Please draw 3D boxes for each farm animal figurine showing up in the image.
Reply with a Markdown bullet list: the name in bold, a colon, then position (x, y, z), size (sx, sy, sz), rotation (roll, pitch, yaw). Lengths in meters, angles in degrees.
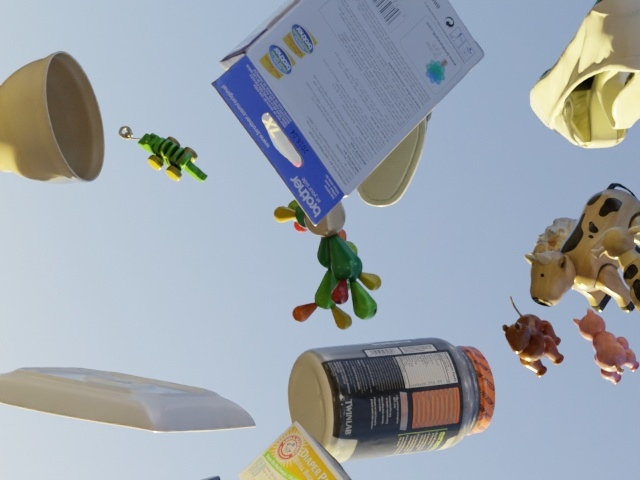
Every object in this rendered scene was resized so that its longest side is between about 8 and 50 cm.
- **farm animal figurine**: position (0.395, 0.043, 2.197), size (0.330, 0.172, 0.326), rotation (-20, -149, 46)

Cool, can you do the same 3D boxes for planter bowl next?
- **planter bowl**: position (-0.345, -0.140, 1.852), size (0.162, 0.109, 0.162), rotation (-11, 90, -76)

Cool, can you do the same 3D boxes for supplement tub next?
- **supplement tub**: position (0.120, 0.264, 2.551), size (0.193, 0.316, 0.193), rotation (178, -90, -65)

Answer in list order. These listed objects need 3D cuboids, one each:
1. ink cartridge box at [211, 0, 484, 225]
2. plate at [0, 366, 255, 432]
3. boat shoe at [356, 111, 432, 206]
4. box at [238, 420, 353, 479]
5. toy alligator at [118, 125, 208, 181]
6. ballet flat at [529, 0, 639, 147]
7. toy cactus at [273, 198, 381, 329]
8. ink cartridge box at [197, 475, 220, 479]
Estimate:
- **ink cartridge box**: position (0.024, -0.174, 1.575), size (0.065, 0.311, 0.185), rotation (-12, -61, 52)
- **plate**: position (-0.253, 0.195, 1.900), size (0.277, 0.278, 0.045), rotation (14, 84, -67)
- **boat shoe**: position (0.114, -0.191, 2.220), size (0.091, 0.114, 0.302), rotation (32, 67, -71)
- **box**: position (-0.004, 0.352, 2.016), size (0.103, 0.114, 0.203), rotation (48, -2, -38)
- **toy alligator**: position (-0.268, -0.155, 2.547), size (0.190, 0.056, 0.051), rotation (31, -24, 20)
- **ballet flat**: position (0.356, -0.189, 1.932), size (0.400, 0.139, 0.139), rotation (106, -25, -73)
- **toy cactus**: position (0.000, 0.000, 1.837), size (0.180, 0.112, 0.219), rotation (80, -7, -45)
- **ink cartridge box**: position (-0.109, 0.416, 1.577), size (0.165, 0.065, 0.332), rotation (11, 63, -77)
